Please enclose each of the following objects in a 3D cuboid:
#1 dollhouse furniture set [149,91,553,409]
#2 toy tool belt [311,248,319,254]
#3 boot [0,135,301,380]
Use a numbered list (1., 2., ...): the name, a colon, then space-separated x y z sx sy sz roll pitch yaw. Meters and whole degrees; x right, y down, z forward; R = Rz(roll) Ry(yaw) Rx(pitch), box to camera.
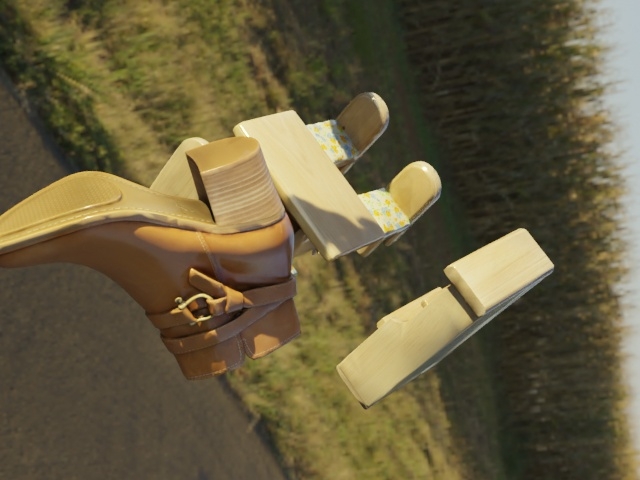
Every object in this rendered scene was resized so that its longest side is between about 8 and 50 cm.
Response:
1. dollhouse furniture set: 0.056 -0.027 1.260 0.362 0.256 0.394 -22 72 -48
2. toy tool belt: 0.000 0.000 1.630 0.052 0.083 0.051 -98 -163 -49
3. boot: -0.160 0.037 0.940 0.109 0.283 0.220 -129 -157 -58
